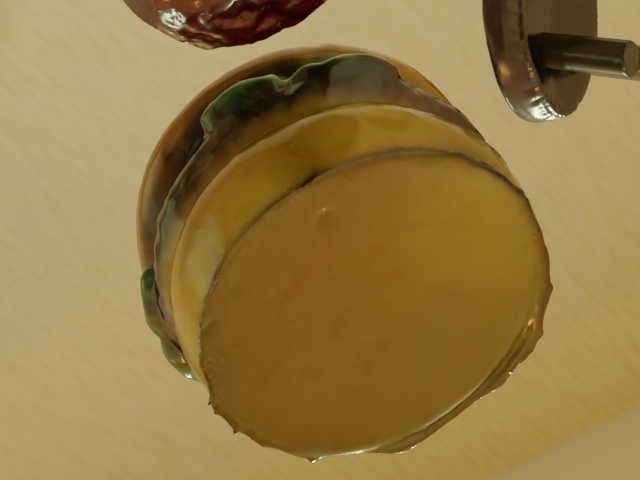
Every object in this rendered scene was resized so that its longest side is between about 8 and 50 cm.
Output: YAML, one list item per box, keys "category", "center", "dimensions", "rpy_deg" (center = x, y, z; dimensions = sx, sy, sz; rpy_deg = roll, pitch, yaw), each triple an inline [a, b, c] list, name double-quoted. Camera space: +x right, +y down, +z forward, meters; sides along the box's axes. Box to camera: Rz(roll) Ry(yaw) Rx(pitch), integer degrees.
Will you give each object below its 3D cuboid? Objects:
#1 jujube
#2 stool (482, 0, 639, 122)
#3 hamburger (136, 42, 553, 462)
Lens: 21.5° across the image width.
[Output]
- category: "jujube"
  center: [-0.070, -0.267, 1.446]
  dimensions: [0.197, 0.197, 0.290]
  rpy_deg: [-29, 179, 33]
- category: "stool"
  center: [0.331, -0.286, 2.108]
  dimensions: [0.178, 0.272, 0.272]
  rpy_deg: [-2, -132, 30]
- category: "hamburger"
  center: [0.000, 0.000, 1.658]
  dimensions: [0.396, 0.396, 0.277]
  rpy_deg: [-44, -144, 7]
